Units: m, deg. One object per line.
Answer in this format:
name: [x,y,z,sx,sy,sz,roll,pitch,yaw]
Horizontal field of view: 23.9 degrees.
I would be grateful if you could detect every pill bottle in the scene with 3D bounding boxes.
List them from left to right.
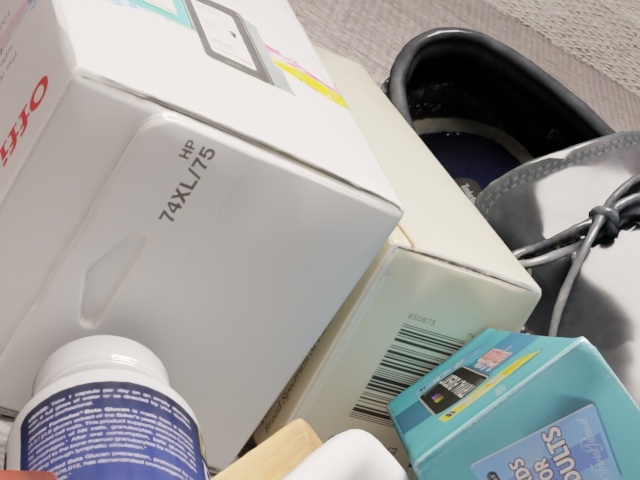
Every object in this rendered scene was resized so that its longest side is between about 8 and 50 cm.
pill bottle: [-0.095,0.117,0.682,0.094,0.094,0.169,24,23,-22]

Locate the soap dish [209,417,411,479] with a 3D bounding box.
soap dish: [-0.014,0.196,0.431,0.229,0.118,0.291,56,22,4]

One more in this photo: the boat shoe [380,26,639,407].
boat shoe: [0.166,0.019,0.968,0.186,0.156,0.500,-14,39,-18]

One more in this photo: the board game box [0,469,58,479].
board game box: [-0.093,0.199,0.465,0.145,0.027,0.281,16,44,-57]

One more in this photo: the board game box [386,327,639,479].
board game box: [0.135,0.163,0.665,0.254,0.079,0.336,54,-1,3]

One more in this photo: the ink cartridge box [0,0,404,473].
ink cartridge box: [-0.116,-0.044,0.861,0.197,0.198,0.270,22,25,-29]

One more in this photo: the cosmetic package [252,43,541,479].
cosmetic package: [0.000,0.000,0.963,0.113,0.160,0.309,18,22,-30]
